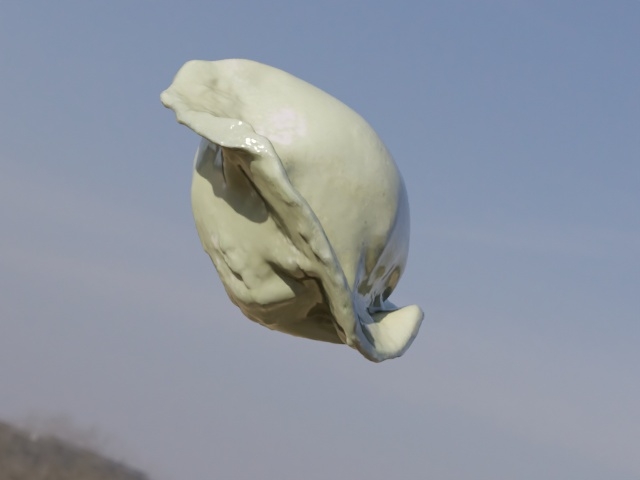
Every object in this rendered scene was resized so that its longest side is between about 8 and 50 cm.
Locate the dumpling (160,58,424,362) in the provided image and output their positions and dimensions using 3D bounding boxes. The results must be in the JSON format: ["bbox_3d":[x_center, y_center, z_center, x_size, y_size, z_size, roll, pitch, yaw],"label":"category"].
[{"bbox_3d":[0.002,0.001,0.815,0.134,0.100,0.169,-124,-163,-47],"label":"dumpling"}]
